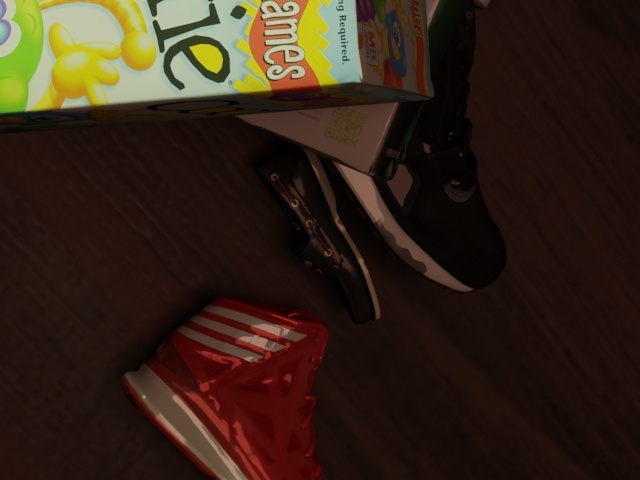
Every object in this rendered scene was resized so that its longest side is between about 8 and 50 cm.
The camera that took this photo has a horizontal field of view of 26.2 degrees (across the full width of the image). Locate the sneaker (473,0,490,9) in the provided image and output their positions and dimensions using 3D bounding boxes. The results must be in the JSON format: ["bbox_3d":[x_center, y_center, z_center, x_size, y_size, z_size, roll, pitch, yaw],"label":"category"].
[{"bbox_3d":[0.078,-0.205,0.873,0.118,0.042,0.067,38,86,-22],"label":"sneaker"}]

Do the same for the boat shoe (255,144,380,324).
[{"bbox_3d":[-0.001,0.000,0.904,0.042,0.049,0.133,-29,106,-10],"label":"boat shoe"}]

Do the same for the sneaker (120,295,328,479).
[{"bbox_3d":[-0.013,0.126,0.898,0.128,0.087,0.221,-46,113,-9],"label":"sneaker"}]

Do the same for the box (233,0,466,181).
[{"bbox_3d":[-0.007,-0.224,0.765,0.232,0.058,0.322,24,97,14],"label":"box"}]

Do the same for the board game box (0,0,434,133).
[{"bbox_3d":[-0.096,-0.132,0.684,0.275,0.142,0.144,-3,92,17],"label":"board game box"}]

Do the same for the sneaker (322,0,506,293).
[{"bbox_3d":[0.059,-0.091,0.854,0.124,0.107,0.283,-30,113,19],"label":"sneaker"}]
